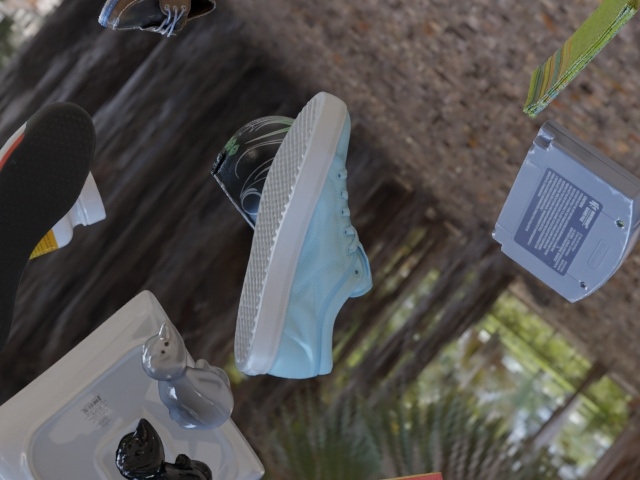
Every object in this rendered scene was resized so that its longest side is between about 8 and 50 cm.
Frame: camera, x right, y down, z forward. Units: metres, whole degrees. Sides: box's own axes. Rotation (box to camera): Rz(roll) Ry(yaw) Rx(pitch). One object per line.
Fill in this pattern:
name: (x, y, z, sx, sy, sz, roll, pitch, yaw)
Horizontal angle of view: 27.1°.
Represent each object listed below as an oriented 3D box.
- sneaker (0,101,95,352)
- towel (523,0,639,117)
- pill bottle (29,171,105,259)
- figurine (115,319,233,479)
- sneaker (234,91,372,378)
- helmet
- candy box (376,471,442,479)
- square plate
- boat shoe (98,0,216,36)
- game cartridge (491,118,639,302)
sneaker: (-0.323, -0.021, 1.287, 0.090, 0.270, 0.145, 23, 180, -41)
towel: (0.354, -0.270, 1.803, 0.021, 0.102, 0.237, 27, 138, -13)
pill bottle: (-0.455, -0.037, 1.995, 0.136, 0.245, 0.136, 159, 90, -77)
figurine: (-0.188, 0.227, 1.666, 0.092, 0.215, 0.209, 3, 153, 15)
sneaker: (0.000, 0.000, 1.682, 0.150, 0.366, 0.135, 12, -169, -21)
helmet: (-0.060, -0.102, 1.955, 0.169, 0.161, 0.169, 53, -178, -3)
candy box: (0.048, 0.467, 2.098, 0.317, 0.268, 0.122, 101, 163, -69)
square plate: (-0.266, 0.303, 1.835, 0.049, 0.347, 0.344, -2, 123, 54)
boat shoe: (-0.183, -0.276, 1.553, 0.066, 0.066, 0.183, 42, -141, 9)
game cartridge: (0.369, -0.032, 1.954, 0.196, 0.060, 0.294, 41, 151, 16)
